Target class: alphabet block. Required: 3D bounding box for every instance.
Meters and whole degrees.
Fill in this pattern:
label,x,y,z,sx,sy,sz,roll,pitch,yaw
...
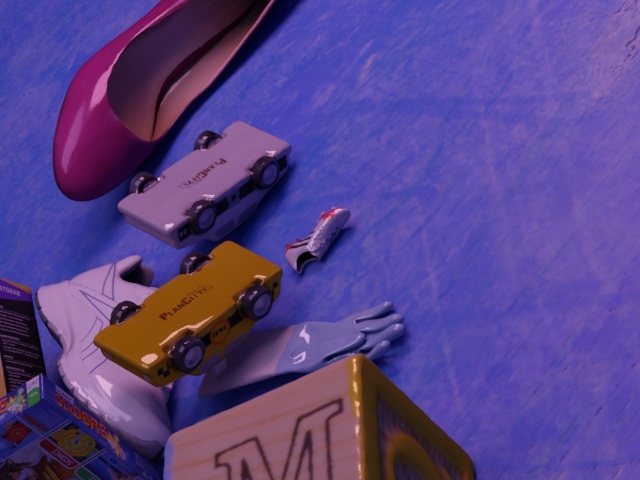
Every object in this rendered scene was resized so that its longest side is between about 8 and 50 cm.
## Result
label,x,y,z,sx,sy,sz,roll,pitch,yaw
alphabet block,0.003,0.240,1.508,0.197,0.192,0.193,-26,44,24

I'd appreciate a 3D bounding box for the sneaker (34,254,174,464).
label,x,y,z,sx,sy,sz,roll,pitch,yaw
sneaker,-0.198,0.108,1.878,0.129,0.111,0.297,-32,41,0

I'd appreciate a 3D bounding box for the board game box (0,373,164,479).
label,x,y,z,sx,sy,sz,roll,pitch,yaw
board game box,-0.248,0.219,1.739,0.136,0.201,0.035,-31,40,15

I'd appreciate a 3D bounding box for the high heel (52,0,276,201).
label,x,y,z,sx,sy,sz,roll,pitch,yaw
high heel,-0.165,-0.203,2.100,0.181,0.127,0.377,-12,44,49

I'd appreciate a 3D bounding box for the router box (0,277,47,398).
label,x,y,z,sx,sy,sz,roll,pitch,yaw
router box,-0.421,0.204,1.936,0.309,0.081,0.243,-25,66,23

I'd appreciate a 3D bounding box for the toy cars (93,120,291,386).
label,x,y,z,sx,sy,sz,roll,pitch,yaw
toy cars,-0.120,0.022,1.876,0.177,0.087,0.393,-3,38,4

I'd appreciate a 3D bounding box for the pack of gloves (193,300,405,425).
label,x,y,z,sx,sy,sz,roll,pitch,yaw
pack of gloves,-0.022,0.150,1.743,0.232,0.046,0.195,-15,33,33

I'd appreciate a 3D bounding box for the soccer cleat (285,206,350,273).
label,x,y,z,sx,sy,sz,roll,pitch,yaw
soccer cleat,0.000,0.000,1.859,0.083,0.029,0.035,-38,47,13
